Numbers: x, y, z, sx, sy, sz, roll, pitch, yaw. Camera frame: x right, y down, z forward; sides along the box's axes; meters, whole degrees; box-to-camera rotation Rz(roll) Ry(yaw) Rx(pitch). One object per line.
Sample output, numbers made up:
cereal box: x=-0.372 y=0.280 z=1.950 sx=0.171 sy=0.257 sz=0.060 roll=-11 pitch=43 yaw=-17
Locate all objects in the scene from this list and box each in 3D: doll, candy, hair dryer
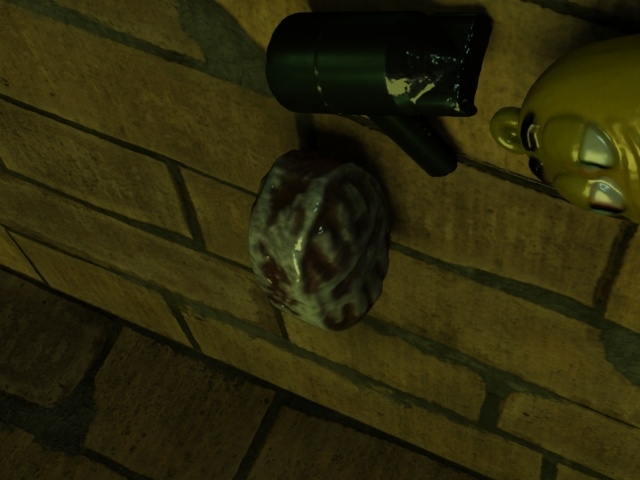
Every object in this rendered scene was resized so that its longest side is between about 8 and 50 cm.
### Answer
doll: x=0.396 y=-0.085 z=1.037 sx=0.348 sy=0.161 sz=0.423 roll=38 pitch=144 yaw=-16
candy: x=0.000 y=0.000 z=1.600 sx=0.157 sy=0.214 sz=0.289 roll=20 pitch=154 yaw=29
hair dryer: x=0.117 y=-0.151 z=1.314 sx=0.244 sy=0.116 sz=0.302 roll=10 pitch=163 yaw=38
